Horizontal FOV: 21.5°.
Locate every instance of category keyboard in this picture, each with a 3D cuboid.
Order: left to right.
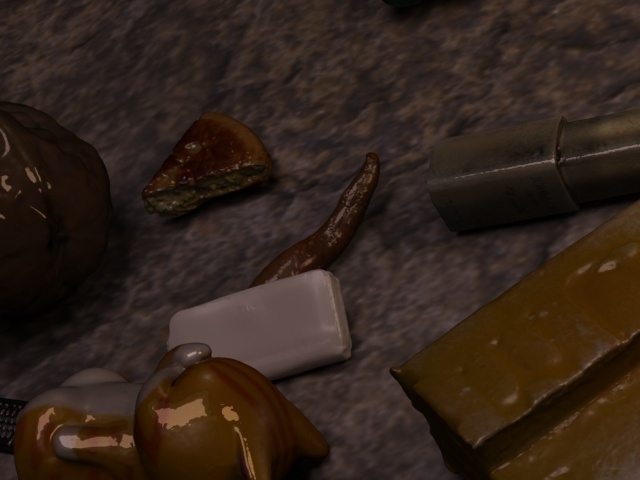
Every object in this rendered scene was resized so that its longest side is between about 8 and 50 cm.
[{"bbox_3d":[-0.300,0.192,1.730,0.198,0.010,0.064,2,52,37],"label":"keyboard"}]

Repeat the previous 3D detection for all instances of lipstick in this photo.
[{"bbox_3d":[0.230,-0.072,1.579,0.252,0.079,0.077,-10,44,28],"label":"lipstick"}]

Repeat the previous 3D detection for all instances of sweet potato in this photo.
[{"bbox_3d":[0.001,0.000,1.686,0.214,0.050,0.050,-48,40,-15],"label":"sweet potato"}]

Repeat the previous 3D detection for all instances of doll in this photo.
[{"bbox_3d":[-0.150,0.184,1.517,0.269,0.162,0.166,-18,10,28],"label":"doll"}]

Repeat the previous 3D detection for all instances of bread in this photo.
[{"bbox_3d":[-0.122,-0.094,1.873,0.154,0.054,0.136,-16,43,13],"label":"bread"}]

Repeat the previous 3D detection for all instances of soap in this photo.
[{"bbox_3d":[0.240,0.120,1.332,0.281,0.143,0.259,-34,40,-9],"label":"soap"}]

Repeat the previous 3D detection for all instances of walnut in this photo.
[{"bbox_3d":[-0.360,-0.035,1.839,0.273,0.227,0.273,-16,42,15],"label":"walnut"}]

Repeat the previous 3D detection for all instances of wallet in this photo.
[{"bbox_3d":[-0.063,0.091,1.625,0.190,0.033,0.095,-15,73,21],"label":"wallet"}]

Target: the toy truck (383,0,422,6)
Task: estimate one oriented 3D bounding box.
[{"bbox_3d":[0.090,-0.384,1.956,0.156,0.155,0.279,-26,35,-17],"label":"toy truck"}]
